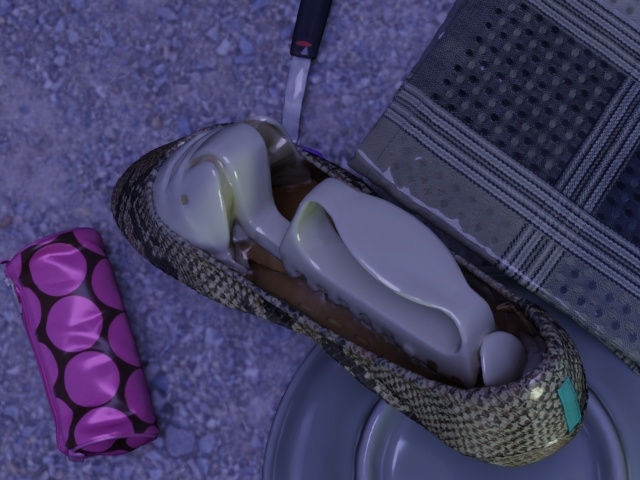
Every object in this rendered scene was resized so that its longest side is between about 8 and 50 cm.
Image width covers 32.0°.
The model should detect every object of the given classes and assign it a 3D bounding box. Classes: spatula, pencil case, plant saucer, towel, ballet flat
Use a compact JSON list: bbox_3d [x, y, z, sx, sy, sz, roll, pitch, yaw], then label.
[{"bbox_3d":[-0.020,-0.149,1.057,0.084,0.030,0.296,12,84,10],"label":"spatula"},{"bbox_3d":[-0.221,0.098,1.020,0.098,0.095,0.209,-14,78,-31],"label":"pencil case"},{"bbox_3d":[0.140,0.199,0.925,0.401,0.100,0.400,-3,70,8],"label":"plant saucer"},{"bbox_3d":[0.229,-0.090,0.961,0.324,0.056,0.312,37,73,1],"label":"towel"},{"bbox_3d":[0.000,0.000,0.887,0.483,0.182,0.164,31,70,27],"label":"ballet flat"}]
